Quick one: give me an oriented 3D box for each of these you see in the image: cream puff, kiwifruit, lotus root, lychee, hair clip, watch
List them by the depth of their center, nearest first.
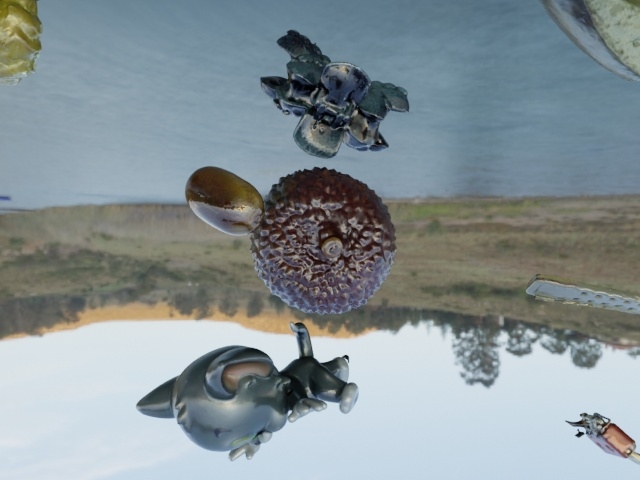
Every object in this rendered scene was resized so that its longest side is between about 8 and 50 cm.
[{"bbox_3d":[0.326,0.143,0.574,0.268,0.165,0.102,15,171,8],"label":"watch"},{"bbox_3d":[0.317,-0.325,0.697,0.314,0.142,0.210,40,-167,-16],"label":"lotus root"},{"bbox_3d":[-0.126,-0.053,0.758,0.124,0.075,0.075,33,-162,31],"label":"kiwifruit"},{"bbox_3d":[-0.473,-0.299,0.824,0.156,0.156,0.121,1,-162,-25],"label":"cream puff"},{"bbox_3d":[0.000,0.000,0.932,0.235,0.236,0.271,1,-179,-14],"label":"lychee"},{"bbox_3d":[0.025,-0.286,1.192,0.310,0.194,0.206,25,-154,-8],"label":"hair clip"}]

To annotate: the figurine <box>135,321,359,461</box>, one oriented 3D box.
[{"bbox_3d":[-0.054,0.172,0.698,0.265,0.140,0.193,-23,177,-40],"label":"figurine"}]
